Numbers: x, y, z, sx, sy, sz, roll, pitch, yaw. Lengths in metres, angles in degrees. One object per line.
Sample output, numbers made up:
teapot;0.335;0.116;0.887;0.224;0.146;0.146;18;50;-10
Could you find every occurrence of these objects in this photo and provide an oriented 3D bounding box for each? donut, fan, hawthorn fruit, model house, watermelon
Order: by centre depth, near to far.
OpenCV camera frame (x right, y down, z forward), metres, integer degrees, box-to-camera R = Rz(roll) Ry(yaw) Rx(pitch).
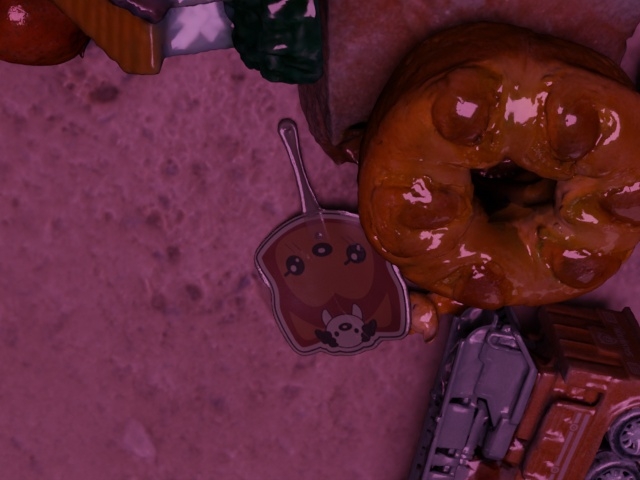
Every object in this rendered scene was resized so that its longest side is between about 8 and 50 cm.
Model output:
model house;-0.145;-0.218;0.857;0.248;0.280;0.230;-11;111;-4
donut;0.134;-0.050;0.899;0.226;0.114;0.227;-2;130;-2
watermelon;0.097;-0.164;0.976;0.264;0.151;0.302;6;129;-7
hawthorn fruit;-0.220;-0.172;0.984;0.093;0.081;0.081;21;110;-23
fan;0.000;0.000;1.082;0.132;0.009;0.220;-11;106;18

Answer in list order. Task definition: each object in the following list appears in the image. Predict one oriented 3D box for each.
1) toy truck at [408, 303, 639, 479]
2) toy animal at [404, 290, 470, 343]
toy truck;0.163;0.215;1.111;0.184;0.133;0.338;13;116;-10
toy animal;0.114;0.064;1.102;0.081;0.060;0.083;43;96;-15
